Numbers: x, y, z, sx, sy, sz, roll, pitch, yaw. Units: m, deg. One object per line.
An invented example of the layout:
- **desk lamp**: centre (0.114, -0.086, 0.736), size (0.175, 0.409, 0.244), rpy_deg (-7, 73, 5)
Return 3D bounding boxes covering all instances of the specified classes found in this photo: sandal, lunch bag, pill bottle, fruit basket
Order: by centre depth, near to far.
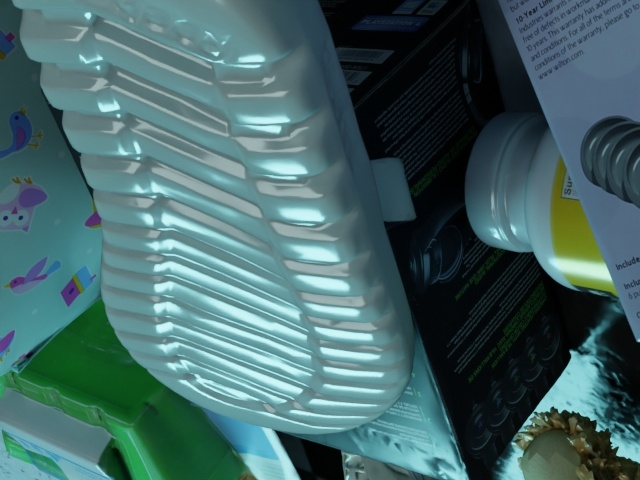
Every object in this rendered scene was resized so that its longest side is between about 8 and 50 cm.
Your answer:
- **sandal**: centre (-0.024, -0.021, 0.640), size (0.169, 0.102, 0.416), rpy_deg (17, 151, 12)
- **pill bottle**: centre (0.167, -0.019, 0.661), size (0.184, 0.103, 0.103), rpy_deg (11, 133, 40)
- **lunch bag**: centre (-0.211, -0.053, 0.919), size (0.160, 0.223, 0.262), rpy_deg (20, 140, 41)
- **fruit basket**: centre (-0.129, 0.204, 1.155), size (0.327, 0.165, 0.353), rpy_deg (16, 139, 36)

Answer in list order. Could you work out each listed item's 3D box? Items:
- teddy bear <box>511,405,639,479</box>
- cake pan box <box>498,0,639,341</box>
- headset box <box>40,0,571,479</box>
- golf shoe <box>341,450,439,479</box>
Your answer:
- **teddy bear**: centre (0.253, 0.225, 0.815), size (0.338, 0.113, 0.245), rpy_deg (12, 113, 32)
- **cake pan box**: centre (0.182, -0.113, 0.490), size (0.267, 0.070, 0.246), rpy_deg (-31, 80, 49)
- **headset box**: centre (0.000, 0.000, 0.832), size (0.246, 0.131, 0.283), rpy_deg (9, 131, 40)
- **golf shoe**: centre (0.042, 0.159, 0.993), size (0.176, 0.086, 0.069), rpy_deg (49, 148, -2)
